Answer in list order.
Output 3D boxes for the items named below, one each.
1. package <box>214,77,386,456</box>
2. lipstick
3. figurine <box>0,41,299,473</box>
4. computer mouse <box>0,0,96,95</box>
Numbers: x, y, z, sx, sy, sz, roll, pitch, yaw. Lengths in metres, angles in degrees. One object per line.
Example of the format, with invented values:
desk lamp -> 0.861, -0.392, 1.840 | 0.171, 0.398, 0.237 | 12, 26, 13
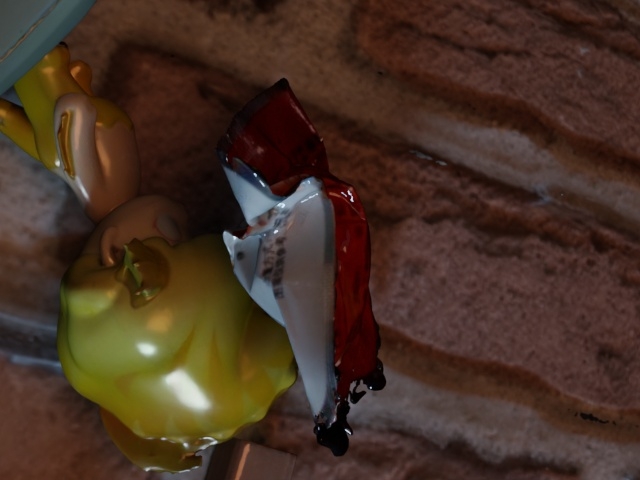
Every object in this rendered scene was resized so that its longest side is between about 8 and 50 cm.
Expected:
package -> 0.000, 0.000, 0.516 | 0.071, 0.269, 0.194 | -11, 97, 12
lipstick -> -0.058, 0.197, 0.571 | 0.045, 0.045, 0.145 | 21, 76, -22
figurine -> -0.107, 0.008, 0.529 | 0.131, 0.156, 0.246 | -29, 79, 4
computer mouse -> -0.220, -0.135, 0.467 | 0.159, 0.097, 0.288 | 40, 68, 11
